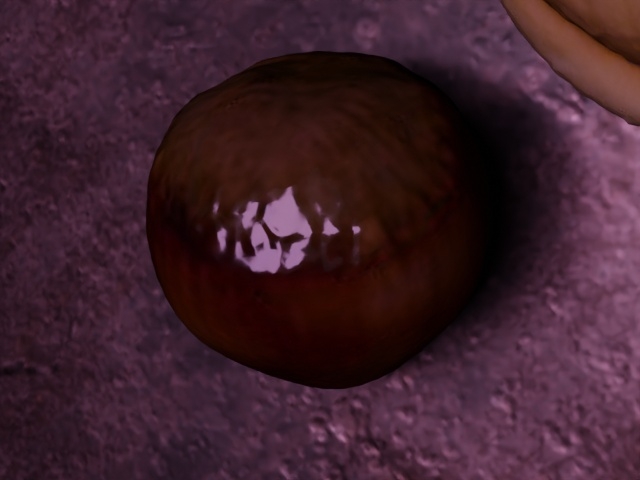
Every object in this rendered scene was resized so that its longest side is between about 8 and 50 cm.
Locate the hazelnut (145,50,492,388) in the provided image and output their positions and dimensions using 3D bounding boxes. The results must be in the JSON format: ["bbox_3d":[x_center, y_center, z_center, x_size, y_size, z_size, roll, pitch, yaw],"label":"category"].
[{"bbox_3d":[0.000,0.000,1.042,0.208,0.208,0.208,2,95,30],"label":"hazelnut"}]

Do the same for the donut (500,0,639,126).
[{"bbox_3d":[0.252,-0.246,0.859,0.449,0.198,0.448,2,94,31],"label":"donut"}]
